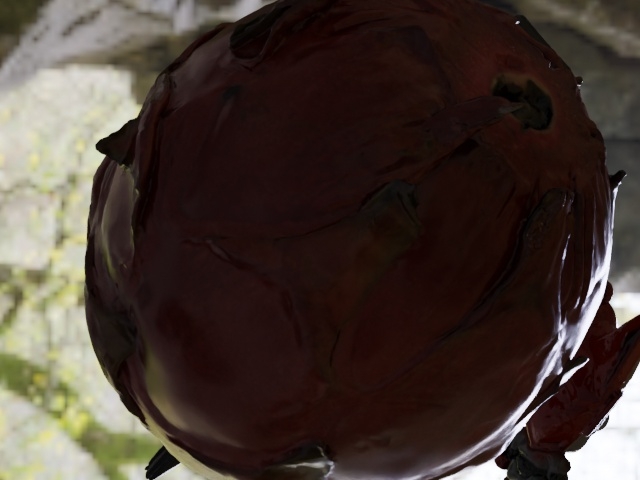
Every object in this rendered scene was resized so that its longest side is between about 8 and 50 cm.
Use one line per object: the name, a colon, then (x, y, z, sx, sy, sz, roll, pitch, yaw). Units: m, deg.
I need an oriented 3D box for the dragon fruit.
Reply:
dragon fruit: (0.010, 0.001, 0.804, 0.241, 0.252, 0.241, 54, 25, -40)

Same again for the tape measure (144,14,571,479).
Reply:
tape measure: (0.000, 0.000, 1.105, 0.098, 0.351, 0.215, 50, -6, 23)

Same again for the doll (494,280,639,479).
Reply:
doll: (0.153, 0.103, 1.161, 0.109, 0.057, 0.169, 40, -69, 54)
